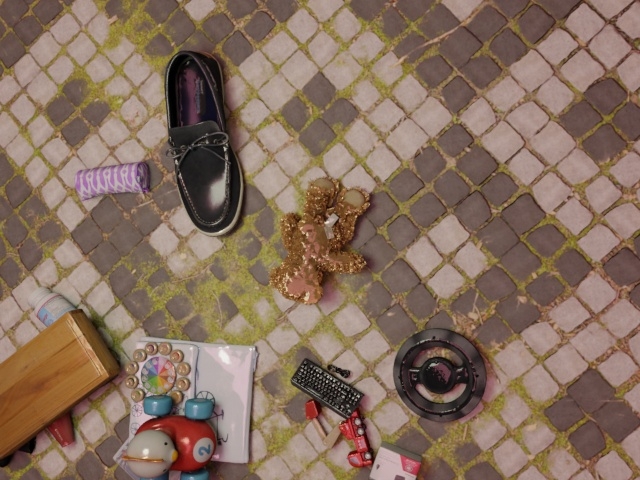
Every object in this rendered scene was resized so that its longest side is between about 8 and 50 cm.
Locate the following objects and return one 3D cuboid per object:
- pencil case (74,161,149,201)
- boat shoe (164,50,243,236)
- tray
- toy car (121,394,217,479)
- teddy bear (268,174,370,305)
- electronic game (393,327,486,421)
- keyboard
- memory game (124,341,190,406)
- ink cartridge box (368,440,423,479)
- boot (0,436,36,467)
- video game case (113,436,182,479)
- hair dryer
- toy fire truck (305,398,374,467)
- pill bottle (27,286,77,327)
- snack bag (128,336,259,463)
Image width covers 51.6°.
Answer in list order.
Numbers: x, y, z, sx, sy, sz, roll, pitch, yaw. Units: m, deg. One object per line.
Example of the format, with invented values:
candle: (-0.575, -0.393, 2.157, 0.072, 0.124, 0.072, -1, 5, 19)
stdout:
pencil case: (-0.567, -0.162, 1.813, 0.206, 0.086, 0.088, -4, 111, 13)
boat shoe: (-0.316, -0.257, 1.724, 0.186, 0.156, 0.501, -7, 88, 10)
tray: (-0.747, 0.381, 1.750, 0.410, 0.076, 0.203, -37, 82, 11)
toy car: (-0.377, 0.510, 1.601, 0.210, 0.238, 0.219, 3, 89, 7)
teddy bear: (0.000, 0.000, 1.681, 0.244, 0.113, 0.338, 6, 82, 5)
electronic game: (0.290, 0.330, 1.623, 0.229, 0.048, 0.230, 0, 91, 20)
keyboard: (0.023, 0.360, 1.672, 0.180, 0.023, 0.108, 29, 67, 18)
memory game: (-0.431, 0.358, 1.746, 0.186, 0.012, 0.186, -1, 83, 10)
ink cartridge box: (0.176, 0.590, 1.631, 0.109, 0.063, 0.151, 19, 92, 12)
boot: (-0.857, 0.585, 1.867, 0.099, 0.045, 0.121, 4, 88, 9)
video game case: (-0.437, 0.574, 1.785, 0.183, 0.023, 0.201, 40, 96, 11)
hair dryer: (-0.687, 0.423, 1.817, 0.223, 0.080, 0.294, 13, 91, 12)
toy fire truck: (0.048, 0.485, 1.671, 0.135, 0.047, 0.192, -18, 85, 11)
pill bottle: (-0.730, 0.202, 1.829, 0.160, 0.087, 0.087, 38, 96, 11)
snack bag: (-0.339, 0.428, 1.747, 0.342, 0.037, 0.323, 3, 85, 10)
